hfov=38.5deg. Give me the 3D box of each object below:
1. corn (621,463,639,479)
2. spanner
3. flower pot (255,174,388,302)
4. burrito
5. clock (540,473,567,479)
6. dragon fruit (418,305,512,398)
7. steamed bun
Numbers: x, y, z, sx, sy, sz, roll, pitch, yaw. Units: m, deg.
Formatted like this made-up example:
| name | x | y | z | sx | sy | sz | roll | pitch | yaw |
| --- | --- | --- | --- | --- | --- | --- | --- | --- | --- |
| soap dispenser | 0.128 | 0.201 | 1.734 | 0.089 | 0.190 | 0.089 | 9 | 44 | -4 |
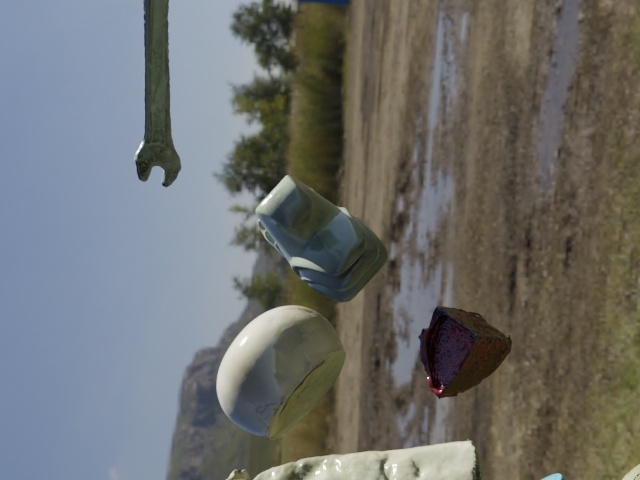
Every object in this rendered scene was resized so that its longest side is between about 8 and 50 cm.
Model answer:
| name | x | y | z | sx | sy | sz | roll | pitch | yaw |
| --- | --- | --- | --- | --- | --- | --- | --- | --- | --- |
| corn | 0.742 | 0.456 | 1.873 | 0.305 | 0.123 | 0.122 | -44 | 6 | 8 |
| spanner | -0.202 | -0.217 | 1.138 | 0.017 | 0.071 | 0.302 | 6 | 97 | 47 |
| flower pot | 0.000 | 0.000 | 1.813 | 0.164 | 0.254 | 0.367 | -47 | 0 | -2 |
| burrito | 0.027 | 0.346 | 1.027 | 0.135 | 0.332 | 0.190 | -52 | -50 | -71 |
| clock | 0.300 | 0.389 | 1.069 | 0.223 | 0.094 | 0.274 | 53 | 164 | 33 |
| dragon fruit | 0.264 | 0.217 | 1.744 | 0.161 | 0.127 | 0.120 | -62 | 37 | 9 |
| steamed bun | -0.101 | 0.290 | 2.102 | 0.324 | 0.206 | 0.324 | -45 | -20 | -21 |
